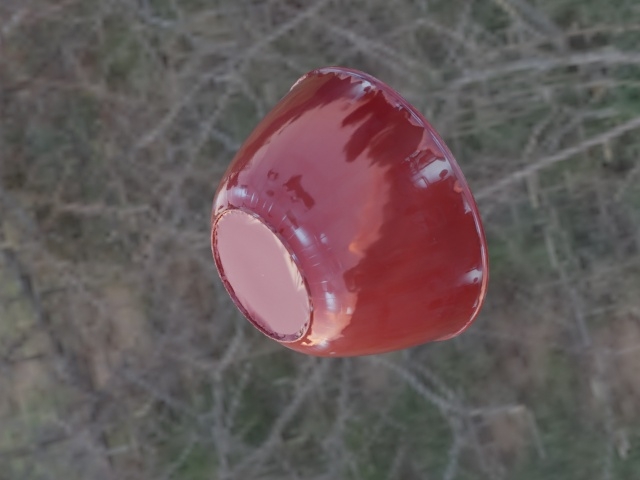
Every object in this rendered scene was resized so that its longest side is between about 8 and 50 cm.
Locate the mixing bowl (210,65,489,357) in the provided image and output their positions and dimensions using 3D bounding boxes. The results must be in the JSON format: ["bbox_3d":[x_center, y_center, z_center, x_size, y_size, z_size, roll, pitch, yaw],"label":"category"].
[{"bbox_3d":[0.000,0.000,1.022,0.181,0.098,0.181,35,142,34],"label":"mixing bowl"}]
